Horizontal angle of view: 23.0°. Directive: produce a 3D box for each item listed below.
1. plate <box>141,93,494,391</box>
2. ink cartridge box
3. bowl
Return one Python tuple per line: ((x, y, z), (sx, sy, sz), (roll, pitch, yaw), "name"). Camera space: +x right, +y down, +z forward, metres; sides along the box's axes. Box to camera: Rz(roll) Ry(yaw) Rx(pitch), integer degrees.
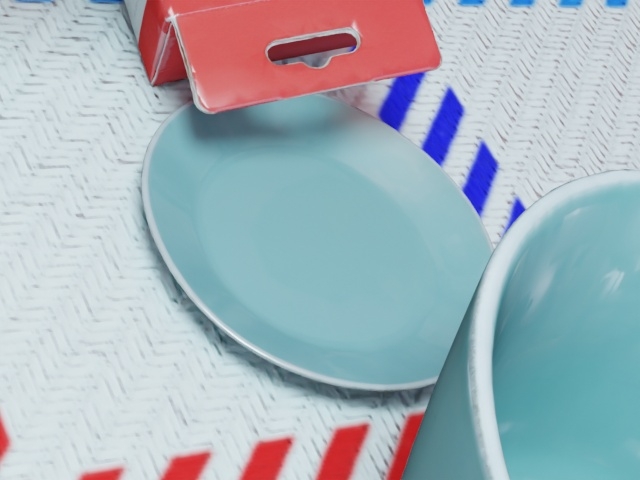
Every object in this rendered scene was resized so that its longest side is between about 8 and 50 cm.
((0.000, 0.000, 0.757), (0.188, 0.024, 0.188), (16, 44, -17), "plate")
((-0.039, -0.165, 0.799), (0.134, 0.078, 0.231), (-13, 75, -18), "ink cartridge box")
((0.144, 0.144, 0.593), (0.311, 0.163, 0.311), (21, 43, -21), "bowl")
